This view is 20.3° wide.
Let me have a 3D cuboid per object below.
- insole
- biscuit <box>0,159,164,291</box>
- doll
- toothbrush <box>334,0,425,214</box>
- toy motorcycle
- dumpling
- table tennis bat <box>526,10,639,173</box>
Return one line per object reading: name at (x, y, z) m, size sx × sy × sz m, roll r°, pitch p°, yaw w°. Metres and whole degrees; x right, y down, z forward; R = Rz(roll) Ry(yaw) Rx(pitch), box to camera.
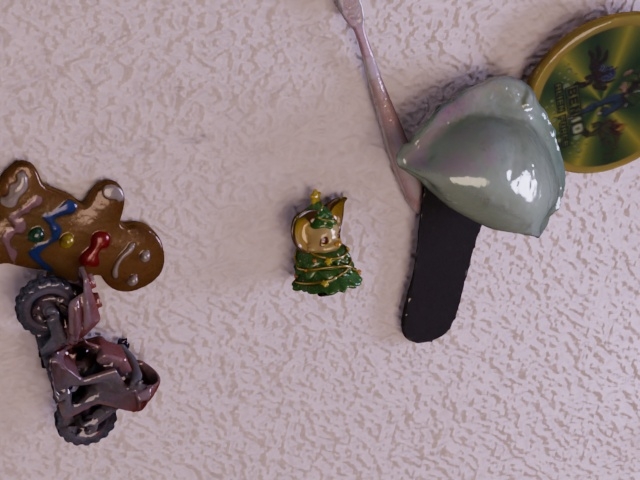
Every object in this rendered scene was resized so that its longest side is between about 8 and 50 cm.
insole at (0.148, -0.024, 1.970) m, size 0.110 × 0.012 × 0.309 m, roll -7°, pitch 120°, yaw -34°
biscuit at (-0.244, -0.001, 1.798) m, size 0.205 × 0.031 × 0.138 m, roll 22°, pitch 105°, yaw -34°
doll at (-0.006, 0.004, 1.903) m, size 0.078 × 0.076 × 0.113 m, roll -23°, pitch 96°, yaw -42°
toothbrush at (0.062, -0.148, 1.865) m, size 0.025 × 0.029 × 0.307 m, roll -28°, pitch 126°, yaw -9°
toy motorcycle at (-0.234, 0.115, 1.827) m, size 0.118 × 0.084 × 0.212 m, roll -18°, pitch 125°, yaw -7°
dumpling at (0.173, -0.088, 1.889) m, size 0.216 × 0.149 × 0.105 m, roll 18°, pitch 149°, yaw -32°
table tennis bat at (0.366, -0.178, 1.965) m, size 0.321 × 0.050 × 0.198 m, roll -18°, pitch 130°, yaw -10°
